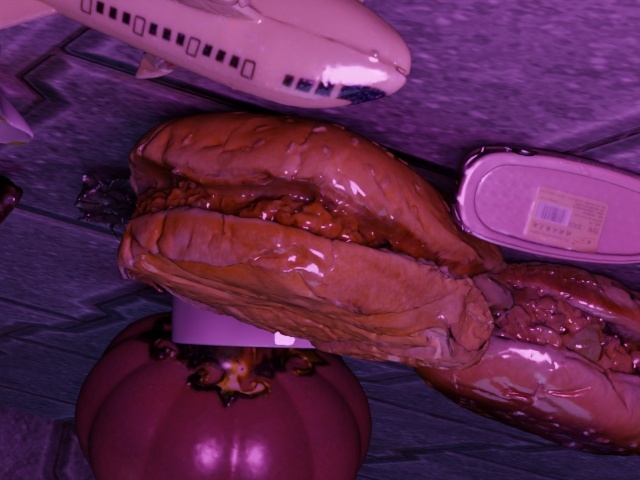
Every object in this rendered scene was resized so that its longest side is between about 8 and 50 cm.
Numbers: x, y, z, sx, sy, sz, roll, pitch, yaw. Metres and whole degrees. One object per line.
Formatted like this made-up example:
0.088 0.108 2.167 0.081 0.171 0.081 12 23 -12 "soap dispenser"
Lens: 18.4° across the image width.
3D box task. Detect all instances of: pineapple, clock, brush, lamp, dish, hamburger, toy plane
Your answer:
-0.128 -0.014 1.655 0.159 0.074 0.074 21 165 -11 "pineapple"
-0.036 0.061 1.785 0.197 0.068 0.197 2 178 0 "clock"
0.239 -0.013 1.389 0.313 0.072 0.067 11 -169 -8 "brush"
-0.096 0.170 2.020 0.305 0.239 0.305 7 -151 -4 "lamp"
-0.261 -0.108 1.426 0.091 0.039 0.137 -5 161 35 "dish"
-0.001 0.000 1.430 0.259 0.144 0.283 5 161 37 "hamburger"
-0.073 -0.129 1.045 0.256 0.104 0.242 8 164 13 "toy plane"
0.203 0.105 1.733 0.286 0.146 0.243 19 171 -37 "hamburger"

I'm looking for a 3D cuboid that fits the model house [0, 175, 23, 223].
-0.374 -0.038 1.697 0.203 0.141 0.164 -29 120 38 "model house"
